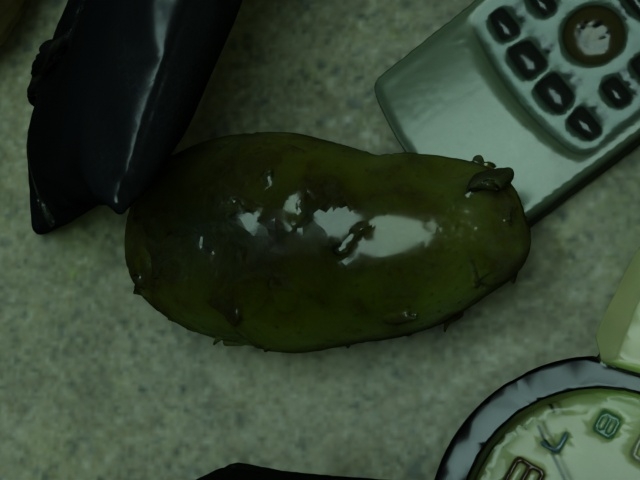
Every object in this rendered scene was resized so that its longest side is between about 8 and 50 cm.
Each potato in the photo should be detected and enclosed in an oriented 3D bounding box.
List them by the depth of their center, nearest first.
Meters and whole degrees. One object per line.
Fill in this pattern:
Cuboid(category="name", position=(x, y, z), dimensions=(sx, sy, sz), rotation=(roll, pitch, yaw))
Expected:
Cuboid(category="potato", position=(0.000, 0.000, 0.971), dimensions=(0.226, 0.090, 0.117), rotation=(-1, 95, 19))

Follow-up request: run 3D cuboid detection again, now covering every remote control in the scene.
Cuboid(category="remote control", position=(0.168, -0.123, 0.989), dimensions=(0.285, 0.038, 0.123), rotation=(-36, 72, 4))

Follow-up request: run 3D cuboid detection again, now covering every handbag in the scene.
Cuboid(category="handbag", position=(-0.094, -0.125, 0.987), dimensions=(0.089, 0.211, 0.254), rotation=(20, 79, -18))

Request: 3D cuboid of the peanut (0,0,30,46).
Cuboid(category="peanut", position=(-0.206, -0.176, 1.068), dimensions=(0.103, 0.098, 0.229), rotation=(32, 86, 45))

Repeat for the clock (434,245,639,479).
Cuboid(category="clock", position=(0.226, 0.082, 0.890), dimensions=(0.276, 0.120, 0.379), rotation=(32, 92, 20))

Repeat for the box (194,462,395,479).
Cuboid(category="box", position=(0.039, 0.281, 0.776), dimensions=(0.251, 0.204, 0.345), rotation=(0, 96, 22))
